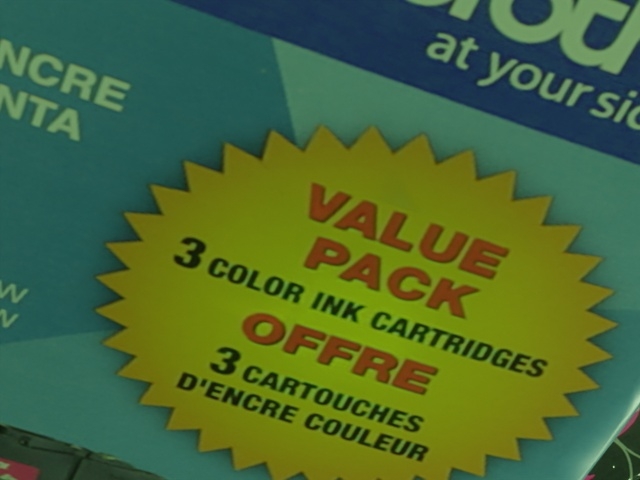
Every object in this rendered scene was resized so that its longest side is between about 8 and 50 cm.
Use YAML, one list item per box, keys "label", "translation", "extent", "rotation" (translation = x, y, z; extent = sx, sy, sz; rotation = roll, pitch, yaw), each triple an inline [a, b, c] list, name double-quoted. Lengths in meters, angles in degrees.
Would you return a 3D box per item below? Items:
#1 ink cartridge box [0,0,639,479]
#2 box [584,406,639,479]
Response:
- label: "ink cartridge box"
  translation: [-0.049, -0.038, 0.459]
  extent: [0.270, 0.151, 0.395]
  rotation: [19, 130, -9]
- label: "box"
  translation: [0.000, 0.000, 0.697]
  extent: [0.163, 0.142, 0.247]
  rotation: [-36, 118, 14]
